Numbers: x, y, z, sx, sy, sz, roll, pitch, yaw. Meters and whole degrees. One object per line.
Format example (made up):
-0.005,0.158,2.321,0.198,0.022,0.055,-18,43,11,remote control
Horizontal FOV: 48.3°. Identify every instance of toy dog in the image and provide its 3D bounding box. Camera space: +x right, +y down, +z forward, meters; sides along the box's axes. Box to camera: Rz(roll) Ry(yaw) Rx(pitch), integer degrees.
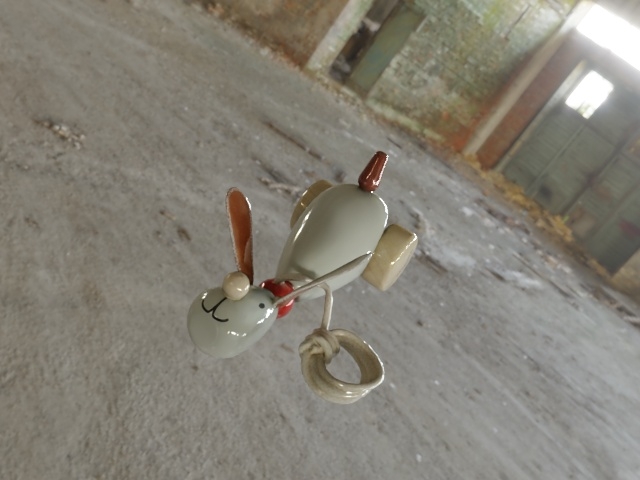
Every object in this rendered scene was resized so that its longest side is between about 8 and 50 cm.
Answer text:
0.000,0.000,0.793,0.220,0.160,0.333,19,32,3,toy dog
